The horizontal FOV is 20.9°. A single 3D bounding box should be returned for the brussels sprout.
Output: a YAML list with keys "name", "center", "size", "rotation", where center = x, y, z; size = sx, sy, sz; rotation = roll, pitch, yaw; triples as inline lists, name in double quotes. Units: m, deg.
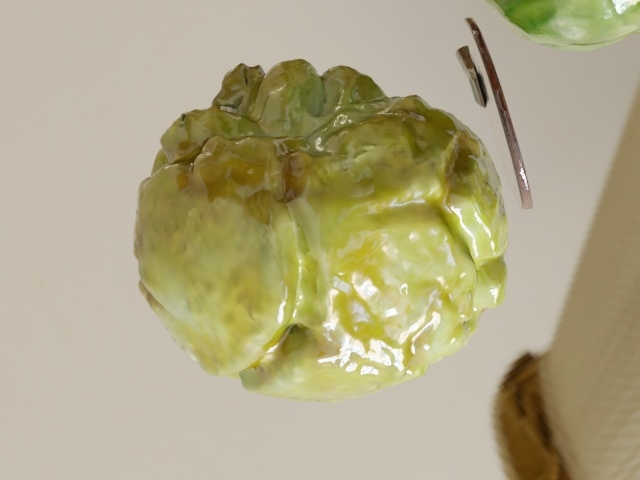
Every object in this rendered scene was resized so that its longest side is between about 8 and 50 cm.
- name: "brussels sprout"
  center: [0.146, -0.165, 0.977]
  size: [0.155, 0.155, 0.117]
  rotation: [6, -97, -67]

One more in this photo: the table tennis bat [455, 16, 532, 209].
- name: "table tennis bat"
  center: [0.139, -0.116, 1.427]
  size: [0.274, 0.021, 0.154]
  rotation: [-97, -10, -71]

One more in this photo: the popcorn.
- name: "popcorn"
  center: [0.000, 0.000, 1.033]
  size: [0.221, 0.204, 0.183]
  rotation: [5, -147, -6]
